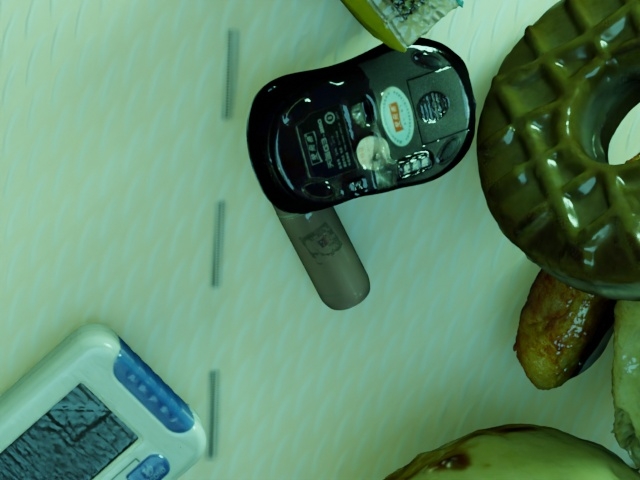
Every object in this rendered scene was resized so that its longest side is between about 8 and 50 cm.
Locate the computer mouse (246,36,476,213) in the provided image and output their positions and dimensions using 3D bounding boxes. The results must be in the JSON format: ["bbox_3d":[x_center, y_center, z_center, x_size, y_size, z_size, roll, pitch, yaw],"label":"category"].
[{"bbox_3d":[0.033,-0.107,1.370,0.233,0.096,0.137,-17,98,-22],"label":"computer mouse"}]

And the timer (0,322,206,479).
[{"bbox_3d":[-0.253,0.213,1.442,0.253,0.078,0.178,-40,111,2],"label":"timer"}]

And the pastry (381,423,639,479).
[{"bbox_3d":[0.188,0.359,1.474,0.388,0.313,0.388,-4,124,-6],"label":"pastry"}]

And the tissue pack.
[{"bbox_3d":[0.035,-0.256,1.310,0.082,0.120,0.169,-41,115,3],"label":"tissue pack"}]

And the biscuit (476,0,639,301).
[{"bbox_3d":[0.292,-0.103,1.329,0.332,0.332,0.103,-47,139,6],"label":"biscuit"}]

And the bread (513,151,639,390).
[{"bbox_3d":[0.268,0.022,1.467,0.095,0.139,0.269,21,104,9],"label":"bread"}]

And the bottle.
[{"bbox_3d":[0.000,0.000,1.434,0.053,0.053,0.140,-28,113,-2],"label":"bottle"}]

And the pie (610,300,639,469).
[{"bbox_3d":[0.380,0.074,1.453,0.339,0.083,0.339,-22,119,-47],"label":"pie"}]

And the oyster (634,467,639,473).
[{"bbox_3d":[0.389,0.296,1.631,0.209,0.072,0.133,-4,114,-14],"label":"oyster"}]
